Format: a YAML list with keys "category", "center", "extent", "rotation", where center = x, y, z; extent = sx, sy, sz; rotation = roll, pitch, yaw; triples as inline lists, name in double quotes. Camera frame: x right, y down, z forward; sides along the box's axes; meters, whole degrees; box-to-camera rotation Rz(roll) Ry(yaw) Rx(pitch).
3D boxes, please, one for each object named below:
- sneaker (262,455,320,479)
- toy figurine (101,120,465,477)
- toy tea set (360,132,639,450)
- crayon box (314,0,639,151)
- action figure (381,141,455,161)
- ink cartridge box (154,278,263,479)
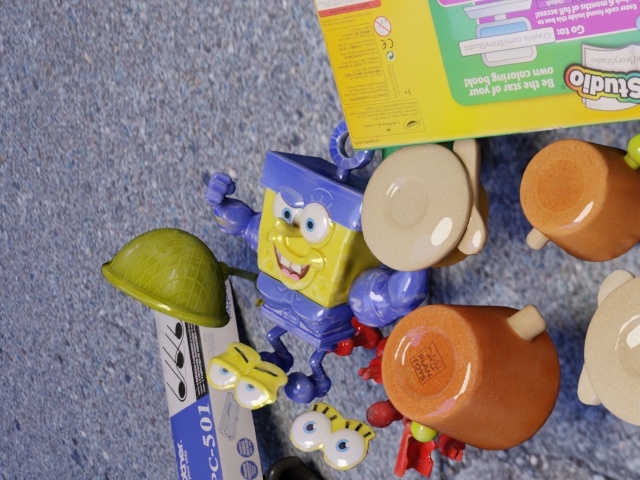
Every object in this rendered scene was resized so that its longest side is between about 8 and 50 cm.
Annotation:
- category: "sneaker"
  center: [0.029, 0.323, 1.157]
  extent: [0.302, 0.108, 0.121]
  rotation: [43, 141, 33]
- category: "toy figurine"
  center: [0.000, 0.000, 1.006]
  extent: [0.362, 0.191, 0.217]
  rotation: [30, 115, 40]
- category: "toy tea set"
  center: [0.179, 0.028, 0.787]
  extent: [0.336, 0.124, 0.200]
  rotation: [-6, 75, 39]
- category: "crayon box"
  center: [0.127, -0.153, 0.761]
  extent: [0.278, 0.081, 0.165]
  rotation: [-3, 110, 38]
- category: "action figure"
  center: [0.076, -0.118, 0.918]
  extent: [0.137, 0.063, 0.232]
  rotation: [26, 130, 41]
- category: "ink cartridge box"
  center: [-0.111, 0.150, 1.253]
  extent: [0.097, 0.046, 0.207]
  rotation: [-35, 60, 53]
